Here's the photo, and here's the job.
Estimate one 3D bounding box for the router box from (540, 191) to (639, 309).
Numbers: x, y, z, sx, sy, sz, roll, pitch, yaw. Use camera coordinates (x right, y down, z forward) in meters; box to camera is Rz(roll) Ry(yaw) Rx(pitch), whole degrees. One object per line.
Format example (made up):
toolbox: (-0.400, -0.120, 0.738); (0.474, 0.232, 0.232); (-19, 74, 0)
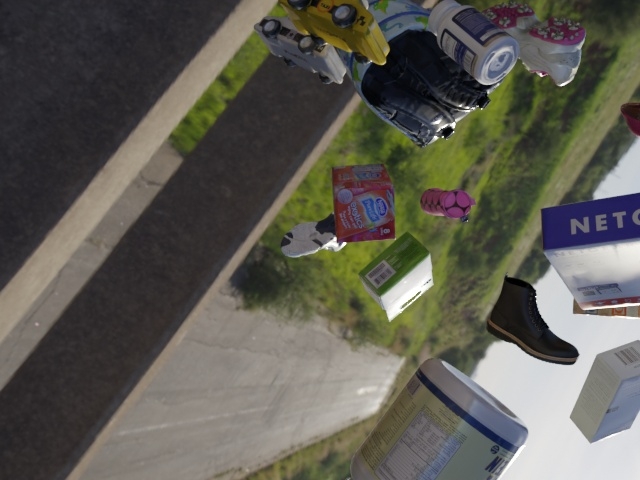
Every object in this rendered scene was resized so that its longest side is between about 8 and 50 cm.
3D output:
router box: (0.578, 0.017, 1.142); (0.301, 0.336, 0.082); (37, 51, -49)

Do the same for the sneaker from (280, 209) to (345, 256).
sneaker: (0.000, 0.000, 1.894); (0.235, 0.094, 0.153); (-34, 157, -15)

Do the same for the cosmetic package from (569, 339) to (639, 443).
cosmetic package: (0.637, 0.331, 1.466); (0.117, 0.085, 0.231); (-15, 132, -16)

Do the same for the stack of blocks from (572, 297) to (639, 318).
stack of blocks: (0.749, 0.048, 1.731); (0.171, 0.087, 0.297); (-8, -104, 64)

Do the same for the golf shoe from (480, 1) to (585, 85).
golf shoe: (0.469, -0.450, 1.544); (0.115, 0.306, 0.140); (-27, 131, -11)

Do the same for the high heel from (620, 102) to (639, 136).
high heel: (0.965, -0.297, 1.763); (0.127, 0.181, 0.377); (-65, -158, -3)

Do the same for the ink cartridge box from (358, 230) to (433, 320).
ink cartridge box: (0.224, 0.113, 1.957); (0.189, 0.097, 0.255); (-40, 155, -7)

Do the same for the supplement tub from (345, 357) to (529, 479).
supplement tub: (0.205, 0.411, 1.267); (0.324, 0.235, 0.235); (-54, 164, 3)

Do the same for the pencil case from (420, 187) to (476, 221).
pencil case: (0.364, -0.108, 1.951); (0.098, 0.095, 0.209); (-17, -169, -8)

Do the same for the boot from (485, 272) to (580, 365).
boot: (0.448, 0.162, 1.395); (0.077, 0.198, 0.137); (-27, 132, -53)

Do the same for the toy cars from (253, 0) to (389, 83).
toy cars: (0.005, -0.351, 1.115); (0.087, 0.176, 0.394); (-53, -164, -5)

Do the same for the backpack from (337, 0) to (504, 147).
backpack: (0.201, -0.393, 1.529); (0.290, 0.273, 0.356); (-41, 157, 30)

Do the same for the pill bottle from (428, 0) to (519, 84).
pill bottle: (0.273, -0.368, 1.231); (0.094, 0.169, 0.094); (-24, 146, -18)

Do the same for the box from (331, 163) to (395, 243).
box: (0.092, -0.088, 1.505); (0.257, 0.128, 0.122); (-90, 176, -73)
